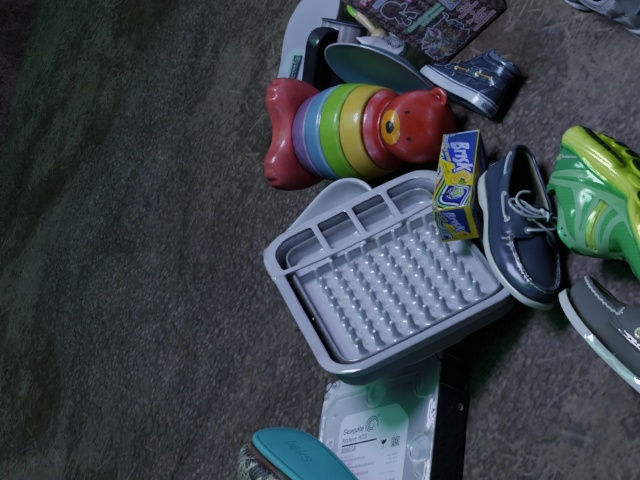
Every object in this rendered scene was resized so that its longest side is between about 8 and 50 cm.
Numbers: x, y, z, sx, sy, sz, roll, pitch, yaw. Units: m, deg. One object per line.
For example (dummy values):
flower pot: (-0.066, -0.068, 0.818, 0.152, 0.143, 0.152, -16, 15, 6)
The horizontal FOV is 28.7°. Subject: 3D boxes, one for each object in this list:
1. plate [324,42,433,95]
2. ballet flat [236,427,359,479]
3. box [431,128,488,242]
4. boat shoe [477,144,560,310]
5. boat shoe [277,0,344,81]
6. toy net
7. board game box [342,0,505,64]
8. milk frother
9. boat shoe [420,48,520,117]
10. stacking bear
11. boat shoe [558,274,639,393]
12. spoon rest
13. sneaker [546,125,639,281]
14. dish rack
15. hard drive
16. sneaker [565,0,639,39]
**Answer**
plate: (0.095, -0.252, 1.883, 0.188, 0.188, 0.024, 6, 65, 56)
ballet flat: (0.030, 0.362, 1.478, 0.482, 0.164, 0.182, 14, 101, 63)
box: (0.189, -0.076, 1.687, 0.054, 0.059, 0.169, -7, 39, 18)
boat shoe: (0.261, -0.021, 1.571, 0.079, 0.095, 0.255, -54, 22, 35)
boat shoe: (-0.009, -0.308, 2.168, 0.096, 0.088, 0.268, 5, 77, 32)
toy net: (0.107, -0.330, 1.981, 0.232, 0.122, 0.045, -89, 16, -49)
board game box: (0.113, -0.445, 1.897, 0.141, 0.291, 0.232, -41, 39, 31)
milk frother: (0.050, -0.284, 2.037, 0.143, 0.129, 0.135, 14, 104, 16)
boat shoe: (0.220, -0.240, 1.820, 0.083, 0.065, 0.183, -52, 35, 2)
stacking bear: (0.074, -0.165, 1.883, 0.289, 0.164, 0.176, 0, 88, 43)
boat shoe: (0.361, 0.123, 1.309, 0.091, 0.109, 0.305, -53, 39, 15)
spoon rest: (0.000, 0.000, 1.919, 0.276, 0.084, 0.137, -30, 73, 45)
sneaker: (0.350, -0.017, 1.447, 0.296, 0.109, 0.124, -111, 39, -53)
dish rack: (0.095, 0.054, 1.680, 0.285, 0.072, 0.333, -25, 36, -5)
hard drive: (0.078, 0.326, 1.608, 0.237, 0.064, 0.339, -22, 50, 46)
sneaker: (0.362, -0.358, 1.641, 0.105, 0.115, 0.281, -57, 32, 11)
